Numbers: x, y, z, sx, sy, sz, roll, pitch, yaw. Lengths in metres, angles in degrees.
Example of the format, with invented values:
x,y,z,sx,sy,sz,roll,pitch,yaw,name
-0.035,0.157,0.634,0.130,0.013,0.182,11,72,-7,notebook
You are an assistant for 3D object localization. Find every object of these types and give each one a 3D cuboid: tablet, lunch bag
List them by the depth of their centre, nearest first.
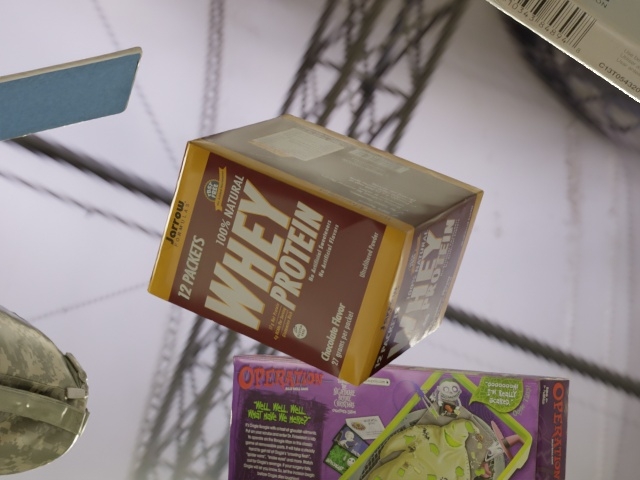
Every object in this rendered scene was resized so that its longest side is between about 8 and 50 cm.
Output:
x,y,z,sx,sy,sz,roll,pitch,yaw,name
-0.131,-0.072,0.806,0.083,0.054,0.006,-16,-116,-26,tablet
-0.420,0.145,1.708,0.256,0.213,0.305,11,171,29,lunch bag

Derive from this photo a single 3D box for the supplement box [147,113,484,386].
x,y,z,sx,sy,sz,roll,pitch,yaw,name
0.000,0.000,1.296,0.191,0.129,0.194,23,-161,18,supplement box

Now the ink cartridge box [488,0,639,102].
x,y,z,sx,sy,sz,roll,pitch,yaw,name
0.356,-0.264,1.663,0.324,0.071,0.330,33,-134,-1,ink cartridge box

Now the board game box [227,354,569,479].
x,y,z,sx,sy,sz,roll,pitch,yaw,name
0.053,0.208,1.369,0.056,0.347,0.208,-1,-89,-46,board game box
